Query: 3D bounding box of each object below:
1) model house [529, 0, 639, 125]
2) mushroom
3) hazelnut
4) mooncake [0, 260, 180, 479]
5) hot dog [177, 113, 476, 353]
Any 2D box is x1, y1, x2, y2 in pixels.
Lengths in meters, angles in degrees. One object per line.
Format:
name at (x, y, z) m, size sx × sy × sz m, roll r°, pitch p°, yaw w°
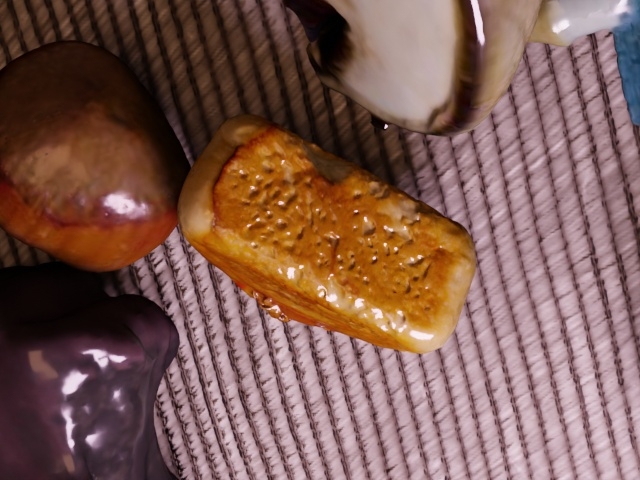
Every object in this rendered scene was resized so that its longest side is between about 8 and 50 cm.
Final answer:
model house at (0.294, -0.214, 0.790) m, size 0.325 × 0.194 × 0.267 m, roll -10°, pitch 105°, yaw 29°
mushroom at (0.070, -0.217, 0.822) m, size 0.292 × 0.212 × 0.217 m, roll 18°, pitch 150°, yaw 37°
hazelnut at (-0.224, -0.066, 0.914) m, size 0.210 × 0.186 × 0.210 m, roll 1°, pitch 97°, yaw 8°
mooncake at (-0.278, 0.209, 0.987) m, size 0.350 × 0.212 × 0.381 m, roll 8°, pitch 108°, yaw 15°
hot dog at (0.000, 0.000, 0.900) m, size 0.256 × 0.153 × 0.150 m, roll 28°, pitch 80°, yaw -8°
